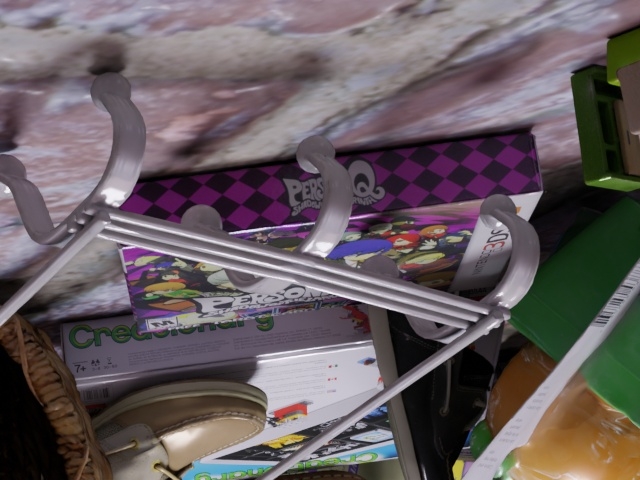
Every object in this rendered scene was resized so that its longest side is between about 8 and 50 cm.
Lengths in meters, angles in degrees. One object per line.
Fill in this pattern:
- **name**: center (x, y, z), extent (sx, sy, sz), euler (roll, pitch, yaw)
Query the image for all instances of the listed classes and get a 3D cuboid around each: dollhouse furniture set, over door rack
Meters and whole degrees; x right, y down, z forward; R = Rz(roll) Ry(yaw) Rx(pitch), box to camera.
- **dollhouse furniture set**: center (0.188, -0.073, 0.935), extent (0.152, 0.058, 0.076), euler (-20, 163, 39)
- **over door rack**: center (-0.078, 0.052, 1.014), extent (0.239, 0.108, 0.324), euler (15, 135, -28)

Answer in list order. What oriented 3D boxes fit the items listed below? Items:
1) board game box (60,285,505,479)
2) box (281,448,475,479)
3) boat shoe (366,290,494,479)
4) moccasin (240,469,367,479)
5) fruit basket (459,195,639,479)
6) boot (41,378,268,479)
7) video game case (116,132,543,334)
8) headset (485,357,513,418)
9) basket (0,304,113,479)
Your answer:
- **board game box**: center (-0.028, 0.108, 1.437), extent (0.305, 0.053, 0.193), euler (-7, 149, -7)
- **box**: center (0.040, 0.253, 1.654), extent (0.117, 0.213, 0.243), euler (7, -174, -34)
- **boat shoe**: center (0.081, 0.109, 1.335), extent (0.079, 0.084, 0.233), euler (-11, 123, -2)
- **moccasin**: center (-0.127, 0.236, 1.597), extent (0.380, 0.147, 0.139), euler (-18, 131, 27)
- **fruit basket**: center (0.154, 0.141, 1.296), extent (0.353, 0.165, 0.327), euler (-49, 155, 12)
- **boot**: center (-0.124, 0.191, 1.330), extent (0.213, 0.165, 0.077), euler (-20, 147, 16)
- **video game case**: center (0.000, 0.000, 1.148), extent (0.232, 0.042, 0.210), euler (-7, 165, -5)
- **headset**: center (0.211, 0.214, 1.782), extent (0.185, 0.243, 0.394), euler (-4, -173, -2)
- **basket**: center (-0.238, 0.180, 1.185), extent (0.213, 0.299, 0.223), euler (-9, 166, 4)
